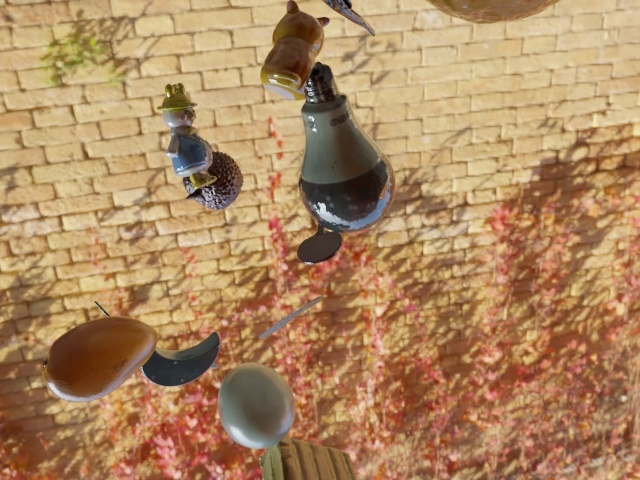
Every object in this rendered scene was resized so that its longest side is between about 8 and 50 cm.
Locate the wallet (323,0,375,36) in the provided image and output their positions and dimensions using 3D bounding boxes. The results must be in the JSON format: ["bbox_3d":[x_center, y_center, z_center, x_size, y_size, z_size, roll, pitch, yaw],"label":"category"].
[{"bbox_3d":[-0.039,-0.493,1.169,0.323,0.041,0.247,14,-151,-51],"label":"wallet"}]

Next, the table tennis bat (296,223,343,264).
[{"bbox_3d":[0.000,0.000,1.287,0.095,0.014,0.158,-16,-150,12],"label":"table tennis bat"}]

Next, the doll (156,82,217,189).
[{"bbox_3d":[-0.309,-0.237,1.464,0.135,0.241,0.098,-20,-165,-32],"label":"doll"}]

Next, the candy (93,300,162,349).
[{"bbox_3d":[-0.561,0.284,1.875,0.078,0.288,0.084,-42,-176,26],"label":"candy"}]

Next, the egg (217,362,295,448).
[{"bbox_3d":[-0.158,0.392,1.555,0.183,0.183,0.264,-12,-161,-15],"label":"egg"}]

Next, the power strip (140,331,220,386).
[{"bbox_3d":[-0.379,0.316,1.733,0.253,0.168,0.054,10,-158,-38],"label":"power strip"}]

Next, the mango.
[{"bbox_3d":[-0.414,0.218,1.219,0.219,0.145,0.112,-25,-162,-28],"label":"mango"}]

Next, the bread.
[{"bbox_3d":[-0.020,0.619,1.568,0.239,0.111,0.246,23,-156,-26],"label":"bread"}]

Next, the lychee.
[{"bbox_3d":[-0.299,-0.158,1.758,0.165,0.165,0.197,11,-130,31],"label":"lychee"}]

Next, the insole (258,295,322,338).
[{"bbox_3d":[-0.098,0.254,2.110,0.253,0.086,0.005,-34,-108,0],"label":"insole"}]

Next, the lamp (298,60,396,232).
[{"bbox_3d":[0.024,-0.146,1.158,0.182,0.314,0.182,-16,-135,17],"label":"lamp"}]

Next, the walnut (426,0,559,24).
[{"bbox_3d":[0.250,-0.470,0.843,0.308,0.354,0.398,21,-150,18],"label":"walnut"}]

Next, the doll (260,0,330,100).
[{"bbox_3d":[-0.077,-0.537,1.863,0.166,0.270,0.162,21,156,-35],"label":"doll"}]
